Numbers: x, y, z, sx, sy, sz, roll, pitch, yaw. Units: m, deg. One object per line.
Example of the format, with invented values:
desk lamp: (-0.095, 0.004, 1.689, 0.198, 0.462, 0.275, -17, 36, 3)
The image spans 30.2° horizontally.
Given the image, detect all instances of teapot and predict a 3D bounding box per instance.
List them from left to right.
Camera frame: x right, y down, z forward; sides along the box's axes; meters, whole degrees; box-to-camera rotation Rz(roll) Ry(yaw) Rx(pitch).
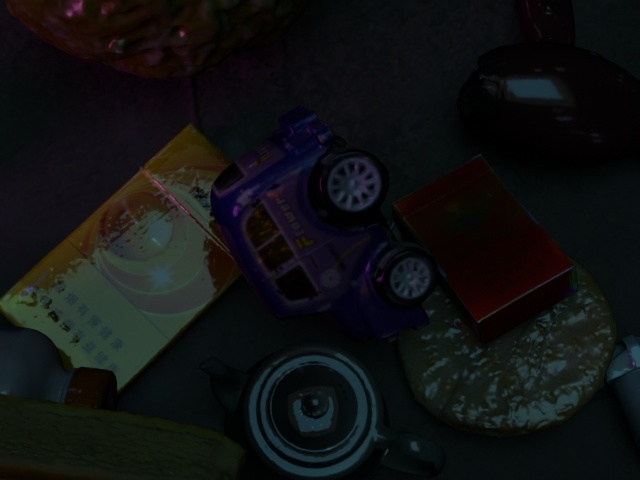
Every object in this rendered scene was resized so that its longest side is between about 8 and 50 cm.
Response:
teapot: (0.002, 0.164, 1.093, 0.239, 0.149, 0.162, 23, 71, 4)

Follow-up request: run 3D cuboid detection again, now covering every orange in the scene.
orange: (-0.130, -0.277, 1.184, 0.368, 0.210, 0.271, -26, 38, -14)

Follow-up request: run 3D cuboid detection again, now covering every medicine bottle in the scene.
medicine bottle: (-0.333, 0.148, 1.060, 0.288, 0.157, 0.157, 6, 72, 1)

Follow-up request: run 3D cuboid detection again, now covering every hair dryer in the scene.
hair dryer: (0.291, -0.230, 1.284, 0.312, 0.123, 0.341, 4, 61, -14)

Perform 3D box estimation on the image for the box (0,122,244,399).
box: (-0.172, 0.025, 1.177, 0.152, 0.043, 0.269, 45, 74, 6)

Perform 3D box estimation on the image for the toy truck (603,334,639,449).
toy truck: (0.376, 0.200, 1.136, 0.140, 0.108, 0.257, -21, 73, 3)

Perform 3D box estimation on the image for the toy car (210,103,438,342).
toy car: (0.000, 0.000, 1.119, 0.158, 0.172, 0.235, -32, 105, -2)

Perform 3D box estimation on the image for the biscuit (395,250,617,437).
biscuit: (0.180, 0.091, 1.169, 0.219, 0.033, 0.220, -4, 63, 8)

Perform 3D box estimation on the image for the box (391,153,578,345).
box: (0.159, 0.007, 1.170, 0.112, 0.048, 0.175, -29, 52, -4)

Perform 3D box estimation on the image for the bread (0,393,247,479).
bread: (-0.239, 0.279, 0.957, 0.332, 0.324, 0.143, 7, 29, -2)
